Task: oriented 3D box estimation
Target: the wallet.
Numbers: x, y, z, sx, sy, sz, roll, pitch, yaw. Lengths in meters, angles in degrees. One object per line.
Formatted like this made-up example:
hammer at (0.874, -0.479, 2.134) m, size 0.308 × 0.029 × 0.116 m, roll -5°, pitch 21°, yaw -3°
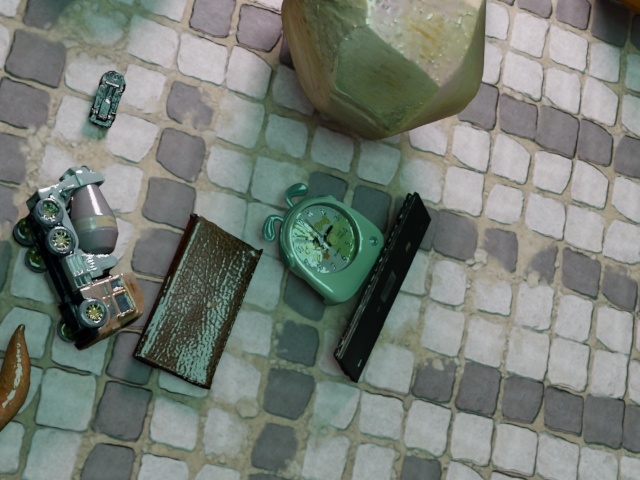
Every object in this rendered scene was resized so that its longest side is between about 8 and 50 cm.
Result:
wallet at (-0.187, 0.094, 1.823) m, size 0.133 × 0.039 × 0.243 m, roll 27°, pitch 69°, yaw -21°

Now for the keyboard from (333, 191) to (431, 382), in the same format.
keyboard at (0.101, 0.074, 1.922) m, size 0.027 × 0.106 × 0.317 m, roll 15°, pitch 67°, yaw 26°

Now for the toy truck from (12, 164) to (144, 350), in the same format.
toy truck at (-0.346, 0.020, 1.740) m, size 0.140 × 0.108 × 0.256 m, roll -22°, pitch 84°, yaw -38°

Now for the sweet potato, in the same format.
sweet potato at (-0.472, 0.253, 1.660) m, size 0.067 × 0.059 × 0.281 m, roll 32°, pitch 68°, yaw 0°

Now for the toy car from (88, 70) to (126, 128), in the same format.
toy car at (-0.330, -0.219, 1.837) m, size 0.041 × 0.025 × 0.093 m, roll 20°, pitch 75°, yaw -18°

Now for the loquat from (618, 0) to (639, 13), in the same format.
loquat at (0.649, -0.546, 2.142) m, size 0.329 × 0.328 × 0.328 m, roll 5°, pitch 77°, yaw -21°

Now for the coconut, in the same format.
coconut at (0.106, -0.327, 1.873) m, size 0.353 × 0.353 × 0.352 m, roll 5°, pitch 77°, yaw -21°

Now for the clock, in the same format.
clock at (0.000, 0.000, 1.905) m, size 0.188 × 0.060 × 0.148 m, roll 41°, pitch 68°, yaw -9°
